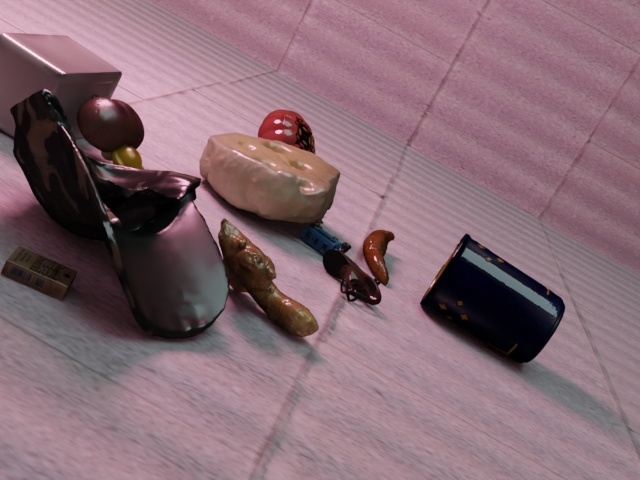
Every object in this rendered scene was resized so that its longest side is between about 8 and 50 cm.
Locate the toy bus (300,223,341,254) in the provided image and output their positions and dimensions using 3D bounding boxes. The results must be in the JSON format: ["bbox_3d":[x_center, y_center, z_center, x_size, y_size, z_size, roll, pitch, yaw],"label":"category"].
[{"bbox_3d":[0.000,0.000,1.729,0.083,0.038,0.046,36,21,24],"label":"toy bus"}]

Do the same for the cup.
[{"bbox_3d":[0.374,0.119,1.758,0.256,0.178,0.255,33,19,5],"label":"cup"}]

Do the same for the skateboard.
[{"bbox_3d":[0.057,0.072,1.590,0.080,0.067,0.151,-4,40,-46],"label":"skateboard"}]

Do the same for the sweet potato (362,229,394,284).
[{"bbox_3d":[0.128,0.022,1.844,0.078,0.058,0.255,47,18,-12],"label":"sweet potato"}]

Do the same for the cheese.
[{"bbox_3d":[-0.098,-0.137,1.776,0.327,0.115,0.318,7,21,-32],"label":"cheese"}]

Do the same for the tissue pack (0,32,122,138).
[{"bbox_3d":[-0.504,-0.281,1.527,0.136,0.159,0.246,32,16,3],"label":"tissue pack"}]

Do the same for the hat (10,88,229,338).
[{"bbox_3d":[-0.307,-0.021,1.182,0.366,0.257,0.381,32,44,-52],"label":"hat"}]

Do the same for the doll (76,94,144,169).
[{"bbox_3d":[-0.387,-0.186,1.517,0.145,0.096,0.188,24,45,-47],"label":"doll"}]

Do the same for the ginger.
[{"bbox_3d":[-0.088,0.068,1.280,0.214,0.133,0.059,41,61,15],"label":"ginger"}]

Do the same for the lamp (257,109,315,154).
[{"bbox_3d":[-0.093,-0.246,2.102,0.182,0.140,0.181,35,48,-52],"label":"lamp"}]

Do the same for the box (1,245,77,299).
[{"bbox_3d":[-0.362,0.041,1.055,0.083,0.024,0.053,24,18,-12],"label":"box"}]

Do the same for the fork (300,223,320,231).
[{"bbox_3d":[-0.009,-0.049,1.872,0.034,0.028,0.219,26,17,3],"label":"fork"}]
